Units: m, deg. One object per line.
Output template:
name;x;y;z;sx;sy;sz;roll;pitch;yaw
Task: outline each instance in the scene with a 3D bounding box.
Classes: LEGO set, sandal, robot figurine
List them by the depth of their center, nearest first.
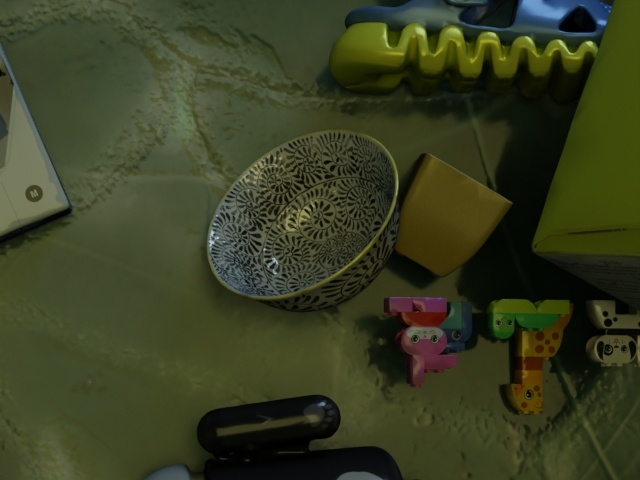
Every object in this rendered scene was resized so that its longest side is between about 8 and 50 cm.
robot figurine;-0.024;0.247;1.276;0.278;0.173;0.209;-4;57;-7
LEGO set;0.155;0.096;1.360;0.227;0.087;0.093;1;85;-13
sandal;0.169;-0.189;1.381;0.317;0.126;0.138;5;78;-7

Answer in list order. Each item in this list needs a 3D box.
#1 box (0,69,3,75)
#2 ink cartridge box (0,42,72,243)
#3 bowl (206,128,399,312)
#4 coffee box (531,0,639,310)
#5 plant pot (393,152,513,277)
box;-0.437;-0.133;1.262;0.293;0.073;0.295;-41;57;-8
ink cartridge box;-0.345;-0.081;1.344;0.223;0.045;0.224;-25;86;-9
bowl;0.000;0.000;1.341;0.170;0.170;0.080;-45;133;-10
coffee box;0.424;-0.080;1.227;0.334;0.338;0.337;26;78;-30
plant pot;0.099;-0.016;1.371;0.081;0.081;0.083;31;92;-2
